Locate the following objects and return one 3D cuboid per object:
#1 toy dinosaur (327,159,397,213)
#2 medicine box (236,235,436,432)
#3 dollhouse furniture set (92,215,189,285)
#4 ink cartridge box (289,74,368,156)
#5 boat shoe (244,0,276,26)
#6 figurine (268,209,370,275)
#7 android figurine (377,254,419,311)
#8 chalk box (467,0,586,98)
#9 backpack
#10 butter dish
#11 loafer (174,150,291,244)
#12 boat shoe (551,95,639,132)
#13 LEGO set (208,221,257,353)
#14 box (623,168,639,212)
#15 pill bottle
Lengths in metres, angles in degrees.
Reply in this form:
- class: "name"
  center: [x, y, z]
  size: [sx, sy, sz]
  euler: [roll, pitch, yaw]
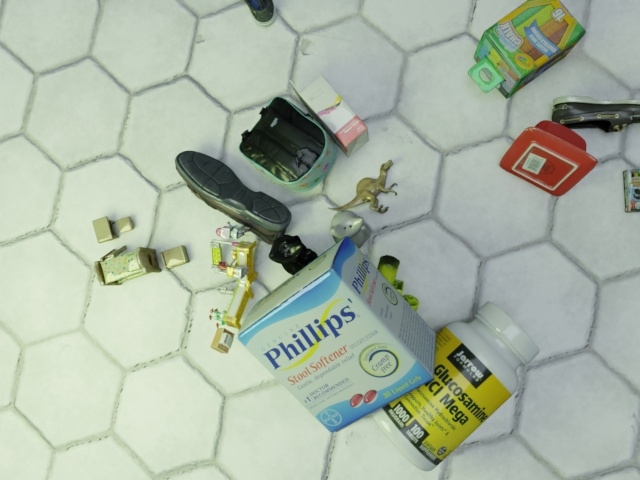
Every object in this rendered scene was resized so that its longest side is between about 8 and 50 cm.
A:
- class: "toy dinosaur"
  center: [0.112, -0.100, 1.229]
  size: [0.183, 0.053, 0.092]
  euler: [-42, 68, -6]
- class: "medicine box"
  center: [0.036, 0.189, 1.068]
  size: [0.263, 0.149, 0.289]
  euler: [-37, 103, 26]
- class: "dollhouse furniture set"
  center: [-0.422, 0.001, 1.236]
  size: [0.182, 0.101, 0.160]
  euler: [-18, 84, 4]
- class: "ink cartridge box"
  center: [0.021, -0.290, 1.209]
  size: [0.067, 0.115, 0.198]
  euler: [-40, 84, 2]
- class: "boat shoe"
  center: [-0.171, -0.618, 1.271]
  size: [0.080, 0.076, 0.228]
  euler: [-20, 84, 3]
- class: "figurine"
  center: [0.000, 0.000, 1.143]
  size: [0.215, 0.209, 0.092]
  euler: [-23, 84, 3]
- class: "android figurine"
  center: [0.076, 0.143, 1.150]
  size: [0.248, 0.056, 0.272]
  euler: [13, 119, 7]
- class: "chalk box"
  center: [0.427, -0.410, 1.172]
  size: [0.213, 0.132, 0.132]
  euler: [-36, 83, 2]
- class: "backpack"
  center: [-0.060, -0.196, 1.190]
  size: [0.188, 0.144, 0.166]
  euler: [37, 88, 30]
- class: "butter dish"
  center: [0.495, -0.196, 1.158]
  size: [0.160, 0.160, 0.118]
  euler: [29, 66, 6]
- class: "loafer"
  center: [-0.209, -0.090, 1.227]
  size: [0.303, 0.095, 0.109]
  euler: [32, 45, 8]
- class: "boat shoe"
  center: [0.623, -0.267, 1.174]
  size: [0.228, 0.081, 0.068]
  euler: [7, 89, 13]
- class: "LEGO set"
  center: [-0.217, 0.099, 1.205]
  size: [0.107, 0.132, 0.287]
  euler: [10, 94, 15]
- class: "box"
  center: [0.736, -0.109, 1.174]
  size: [0.137, 0.027, 0.093]
  euler: [-1, 84, 5]
- class: "pill bottle"
  center: [0.274, 0.289, 1.107]
  size: [0.334, 0.188, 0.188]
  euler: [-44, 83, 1]
